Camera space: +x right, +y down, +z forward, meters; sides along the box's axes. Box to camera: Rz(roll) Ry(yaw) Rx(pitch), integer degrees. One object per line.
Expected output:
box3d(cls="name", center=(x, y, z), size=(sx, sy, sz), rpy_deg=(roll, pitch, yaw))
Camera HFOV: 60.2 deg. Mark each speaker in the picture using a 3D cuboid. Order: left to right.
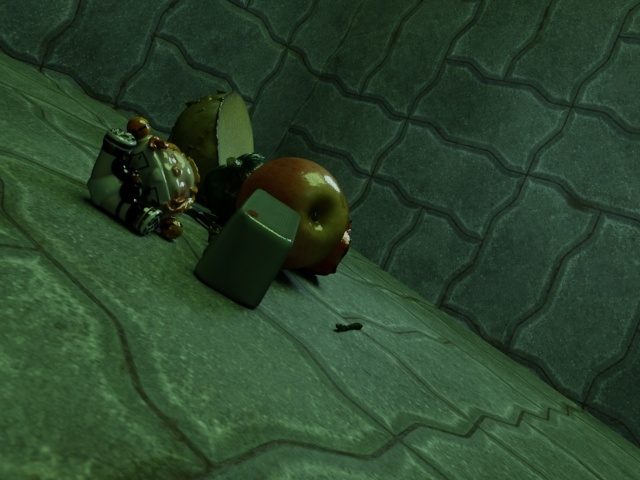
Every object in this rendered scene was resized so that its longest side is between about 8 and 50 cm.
box3d(cls="speaker", center=(-0.167, 0.001, 1.412), size=(0.183, 0.184, 0.406), rpy_deg=(34, 11, -7))

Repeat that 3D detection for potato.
box3d(cls="potato", center=(-0.482, -0.387, 2.246), size=(0.320, 0.385, 0.441), rpy_deg=(-3, 42, 12))

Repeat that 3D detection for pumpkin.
box3d(cls="pumpkin", center=(-0.261, -0.163, 2.018), size=(0.197, 0.293, 0.263), rpy_deg=(50, -12, 37))

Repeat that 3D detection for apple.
box3d(cls="apple", center=(-0.082, -0.082, 1.764), size=(0.364, 0.363, 0.364), rpy_deg=(31, 6, -4))

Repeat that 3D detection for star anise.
box3d(cls="star anise", center=(-0.281, 0.008, 1.624), size=(0.141, 0.042, 0.141), rpy_deg=(34, 15, -10))

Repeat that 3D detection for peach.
box3d(cls="peach", center=(0.000, 0.000, 2.063), size=(0.338, 0.280, 0.281), rpy_deg=(31, 4, 41))

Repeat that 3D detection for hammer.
box3d(cls="hammer", center=(-0.333, -0.036, 1.773), size=(0.290, 0.037, 0.137), rpy_deg=(35, 8, 34))

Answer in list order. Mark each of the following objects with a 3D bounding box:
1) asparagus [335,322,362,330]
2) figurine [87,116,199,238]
box3d(cls="asparagus", center=(0.083, 0.250, 1.609), size=(0.233, 0.022, 0.023), rpy_deg=(22, 55, -69))
box3d(cls="figurine", center=(-0.439, -0.151, 1.422), size=(0.323, 0.196, 0.319), rpy_deg=(-23, 98, -73))
